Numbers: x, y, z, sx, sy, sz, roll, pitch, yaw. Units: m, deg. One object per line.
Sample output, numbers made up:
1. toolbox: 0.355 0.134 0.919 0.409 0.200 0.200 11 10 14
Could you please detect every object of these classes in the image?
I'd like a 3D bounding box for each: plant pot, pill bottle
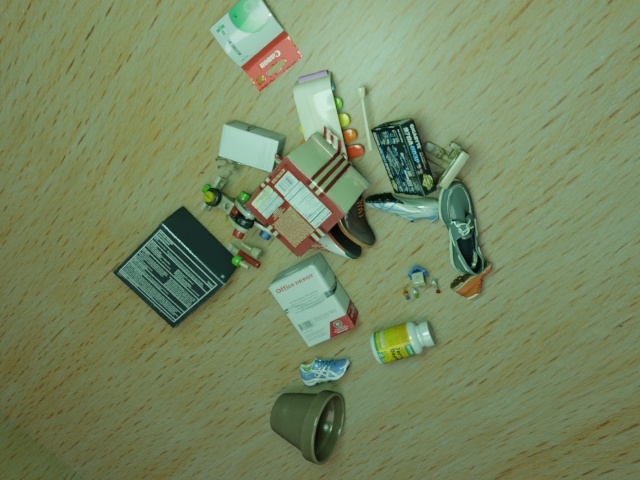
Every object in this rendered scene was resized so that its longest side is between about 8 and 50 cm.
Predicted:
1. plant pot: -0.062 0.687 1.817 0.229 0.263 0.263 8 115 28
2. pill bottle: 0.290 0.353 1.656 0.208 0.118 0.118 -21 107 18

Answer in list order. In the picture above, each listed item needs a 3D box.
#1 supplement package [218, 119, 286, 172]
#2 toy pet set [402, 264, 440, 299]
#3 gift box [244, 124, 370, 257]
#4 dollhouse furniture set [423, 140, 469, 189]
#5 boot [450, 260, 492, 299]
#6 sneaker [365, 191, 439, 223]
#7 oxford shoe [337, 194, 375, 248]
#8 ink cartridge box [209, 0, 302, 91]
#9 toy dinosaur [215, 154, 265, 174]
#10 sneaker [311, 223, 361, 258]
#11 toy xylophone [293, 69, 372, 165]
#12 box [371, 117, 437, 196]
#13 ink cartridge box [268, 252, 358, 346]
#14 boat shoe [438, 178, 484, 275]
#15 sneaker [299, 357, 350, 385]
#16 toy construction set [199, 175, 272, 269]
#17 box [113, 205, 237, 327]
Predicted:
1. supplement package: -0.215 -0.300 1.495 0.179 0.105 0.105 18 115 3
2. toy pet set: 0.332 0.139 1.605 0.122 0.065 0.114 -15 143 20
3. gift box: -0.036 -0.158 1.356 0.255 0.258 0.276 -37 97 34
4. dollhouse furniture set: 0.336 -0.234 1.386 0.123 0.151 0.144 30 113 -2
5. boot: 0.514 0.132 1.557 0.084 0.059 0.158 39 123 -9
6. sneaker: 0.256 -0.099 1.496 0.237 0.085 0.086 8 119 11
7. oxford shoe: 0.103 -0.093 1.510 0.098 0.097 0.271 -29 104 38
8. ink cartridge box: -0.190 -0.586 1.401 0.181 0.056 0.225 -32 101 22
9. toy dinosaur: -0.271 -0.254 1.531 0.183 0.093 0.053 17 125 14
10. sneaker: 0.000 -0.001 1.570 0.270 0.090 0.145 37 131 1
11. toy xylophone: 0.038 -0.348 1.436 0.236 0.081 0.323 -2 112 12
12. box: 0.244 -0.240 1.391 0.051 0.175 0.220 -28 107 -15
13. ink cartridge box: -0.023 0.208 1.661 0.196 0.114 0.273 -27 106 21
14. boat shoe: 0.446 -0.035 1.455 0.116 0.099 0.320 -20 114 -12
15. sneaker: 0.012 0.488 1.789 0.211 0.080 0.081 -24 109 18
16. toy construction set: -0.276 -0.076 1.564 0.237 0.257 0.309 30 124 17
17. box: -0.500 0.094 1.673 0.294 0.183 0.296 -38 102 24
